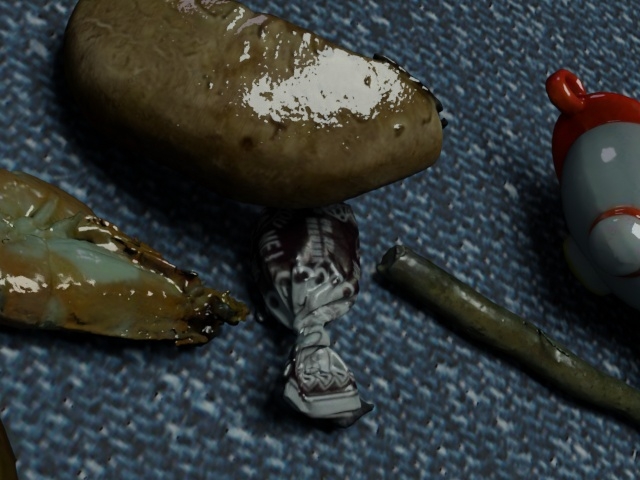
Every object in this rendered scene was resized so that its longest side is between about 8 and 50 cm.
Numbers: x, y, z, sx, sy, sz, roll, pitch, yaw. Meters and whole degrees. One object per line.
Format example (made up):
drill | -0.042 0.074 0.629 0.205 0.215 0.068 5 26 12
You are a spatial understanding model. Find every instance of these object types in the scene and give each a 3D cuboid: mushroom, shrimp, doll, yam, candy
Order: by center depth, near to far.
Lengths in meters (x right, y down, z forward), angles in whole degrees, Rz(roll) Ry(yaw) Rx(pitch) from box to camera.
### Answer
shrimp | -0.110 0.012 0.887 0.184 0.043 0.091 22 43 -27
mushroom | -0.044 -0.070 0.944 0.209 0.072 0.094 23 68 7
candy | 0.000 0.000 0.988 0.094 0.051 0.226 28 44 -27
yam | 0.131 0.065 1.070 0.234 0.029 0.027 30 32 -21
doll | 0.237 0.037 1.134 0.336 0.105 0.200 55 32 -3

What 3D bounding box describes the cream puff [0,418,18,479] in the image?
cream puff | -0.184 0.101 0.594 0.155 0.241 0.269 -6 23 -27
